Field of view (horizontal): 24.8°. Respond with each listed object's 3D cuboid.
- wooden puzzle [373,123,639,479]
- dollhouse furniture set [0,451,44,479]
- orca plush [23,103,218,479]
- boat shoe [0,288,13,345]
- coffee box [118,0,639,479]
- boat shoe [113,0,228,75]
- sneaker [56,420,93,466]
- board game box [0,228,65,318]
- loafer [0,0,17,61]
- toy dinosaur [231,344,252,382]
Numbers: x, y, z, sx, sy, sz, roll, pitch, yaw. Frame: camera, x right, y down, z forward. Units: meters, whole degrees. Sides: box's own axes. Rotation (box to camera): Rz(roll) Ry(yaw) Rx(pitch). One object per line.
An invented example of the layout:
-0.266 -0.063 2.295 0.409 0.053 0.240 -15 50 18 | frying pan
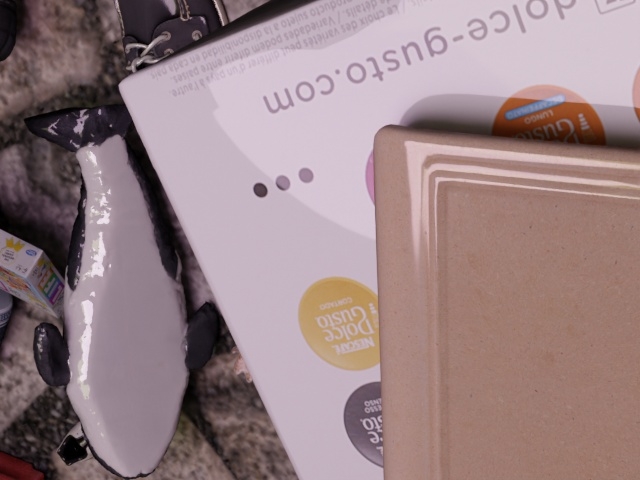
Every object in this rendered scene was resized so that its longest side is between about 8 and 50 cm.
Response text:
0.135 0.062 0.634 0.238 0.044 0.221 9 116 25 | wooden puzzle
-0.217 0.333 1.243 0.374 0.152 0.201 17 117 18 | dollhouse furniture set
-0.178 0.038 1.135 0.102 0.151 0.287 10 122 56 | orca plush
-0.350 0.052 1.240 0.183 0.065 0.083 26 118 12 | boat shoe
0.167 -0.031 0.799 0.337 0.338 0.334 -16 104 30 | coffee box
-0.104 -0.128 1.048 0.075 0.065 0.206 -17 103 30 | boat shoe
-0.178 0.156 1.216 0.040 0.044 0.109 48 121 2 | sneaker
-0.280 0.004 1.173 0.154 0.026 0.103 25 164 14 | board game box
-0.325 -0.169 1.139 0.223 0.076 0.078 -5 78 32 | loafer
0.000 0.000 1.026 0.127 0.200 0.296 -23 75 10 | toy dinosaur
